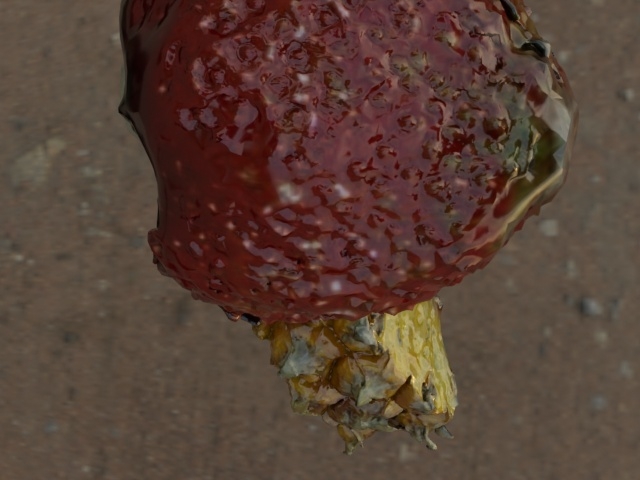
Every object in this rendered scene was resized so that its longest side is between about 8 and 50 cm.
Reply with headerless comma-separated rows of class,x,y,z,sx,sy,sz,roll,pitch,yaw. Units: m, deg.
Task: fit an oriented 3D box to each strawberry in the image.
strawberry,0.006,-0.030,0.377,0.106,0.106,0.106,1,89,-34

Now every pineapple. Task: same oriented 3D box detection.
pineapple,0.001,0.000,0.949,0.135,0.079,0.233,14,64,-62

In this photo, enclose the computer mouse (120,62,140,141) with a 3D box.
computer mouse,-0.090,-0.081,1.204,0.089,0.182,0.056,13,84,1
